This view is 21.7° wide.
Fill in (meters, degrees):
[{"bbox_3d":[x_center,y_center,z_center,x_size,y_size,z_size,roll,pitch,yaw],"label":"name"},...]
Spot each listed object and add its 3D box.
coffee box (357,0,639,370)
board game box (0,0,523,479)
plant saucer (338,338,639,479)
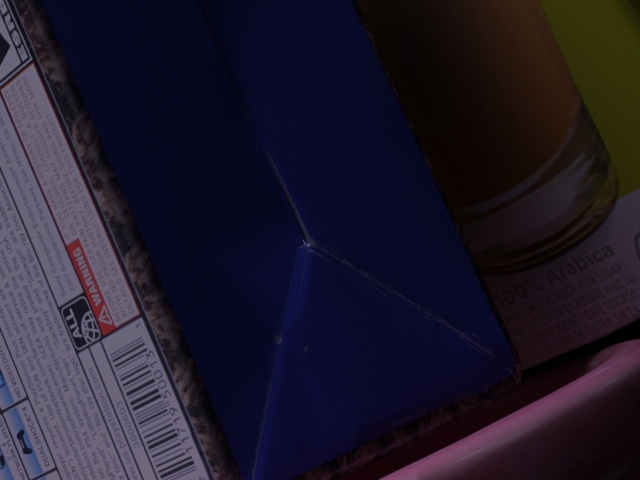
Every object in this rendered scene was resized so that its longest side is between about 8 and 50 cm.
[{"bbox_3d":[0.040,-0.136,0.794,0.337,0.334,0.338,-29,6,39],"label":"coffee box"},{"bbox_3d":[-0.111,0.010,0.619,0.141,0.232,0.291,-18,-8,-46],"label":"board game box"},{"bbox_3d":[-0.015,0.138,0.601,0.332,0.084,0.332,-24,-5,-2],"label":"plant saucer"}]
